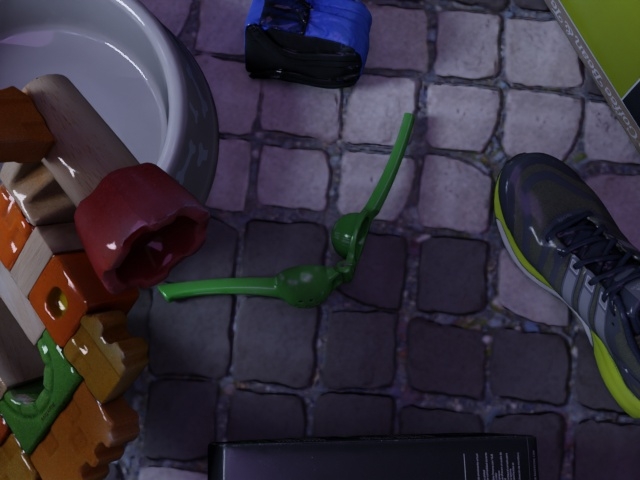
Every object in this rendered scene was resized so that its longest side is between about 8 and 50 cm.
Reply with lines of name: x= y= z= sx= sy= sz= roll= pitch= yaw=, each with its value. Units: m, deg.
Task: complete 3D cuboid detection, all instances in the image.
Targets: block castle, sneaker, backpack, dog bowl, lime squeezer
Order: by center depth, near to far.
block castle: x=-0.292 y=0.114 z=0.627 sx=0.213 sy=0.303 sz=0.453 roll=49 pitch=122 yaw=18
sneaker: x=0.275 y=0.035 z=0.840 sx=0.111 sy=0.121 sz=0.300 roll=-35 pitch=81 yaw=-9
dog bowl: x=-0.276 y=-0.109 z=0.868 sx=0.349 sy=0.102 sz=0.348 roll=0 pitch=77 yaw=-1
lime squeezer: x=0.000 y=0.000 z=0.885 sx=0.310 sy=0.059 sz=0.110 roll=-36 pitch=51 yaw=-7
backpack: x=-0.008 y=-0.212 z=0.900 sx=0.120 sy=0.098 sz=0.101 roll=14 pitch=74 yaw=2

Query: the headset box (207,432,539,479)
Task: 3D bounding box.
headset box: x=0.032 y=0.288 z=0.746 sx=0.283 sy=0.131 sz=0.246 roll=0 pitch=79 yaw=-13

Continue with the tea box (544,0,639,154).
tea box: x=0.367 y=-0.265 z=0.806 sx=0.220 sy=0.323 sz=0.329 roll=-27 pitch=80 yaw=-7
